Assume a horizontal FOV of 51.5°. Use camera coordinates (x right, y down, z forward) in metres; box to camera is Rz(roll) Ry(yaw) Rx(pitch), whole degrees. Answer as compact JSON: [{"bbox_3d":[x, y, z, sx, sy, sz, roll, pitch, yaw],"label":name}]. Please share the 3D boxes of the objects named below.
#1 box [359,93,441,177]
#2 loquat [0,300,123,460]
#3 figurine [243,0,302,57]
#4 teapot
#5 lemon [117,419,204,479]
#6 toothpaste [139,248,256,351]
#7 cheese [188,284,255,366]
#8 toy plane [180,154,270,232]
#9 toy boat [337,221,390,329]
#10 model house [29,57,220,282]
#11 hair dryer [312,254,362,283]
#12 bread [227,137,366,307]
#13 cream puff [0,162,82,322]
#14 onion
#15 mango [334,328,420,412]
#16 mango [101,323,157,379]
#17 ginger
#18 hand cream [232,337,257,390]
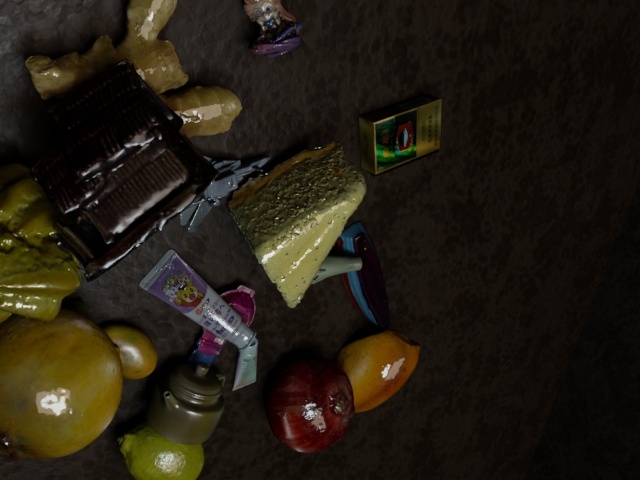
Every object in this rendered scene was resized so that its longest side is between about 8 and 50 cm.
[{"bbox_3d":[0.218,-0.287,1.793,0.240,0.071,0.160,-24,129,-26],"label":"box"},{"bbox_3d":[-0.555,0.267,1.347,0.360,0.328,0.329,-75,153,-45],"label":"loquat"},{"bbox_3d":[-0.110,-0.466,1.423,0.114,0.126,0.157,-21,91,-67],"label":"figurine"},{"bbox_3d":[-0.318,0.385,1.667,0.176,0.185,0.267,-63,160,12],"label":"teapot"},{"bbox_3d":[-0.400,0.538,1.686,0.184,0.184,0.248,-51,125,-3],"label":"lemon"},{"bbox_3d":[-0.284,0.155,1.599,0.299,0.073,0.114,42,87,-20],"label":"toothpaste"},{"bbox_3d":[-0.253,0.221,1.709,0.155,0.062,0.244,28,97,-42],"label":"cheese"},{"bbox_3d":[-0.214,-0.142,1.519,0.267,0.088,0.212,-23,126,-27],"label":"toy plane"},{"bbox_3d":[0.139,0.122,1.961,0.136,0.079,0.392,-33,127,-19],"label":"toy boat"},{"bbox_3d":[-0.377,-0.139,1.208,0.317,0.297,0.283,-40,103,-7],"label":"model house"},{"bbox_3d":[0.022,0.020,1.792,0.218,0.088,0.225,17,97,-27],"label":"hair dryer"},{"bbox_3d":[-0.035,-0.036,1.613,0.315,0.248,0.279,-24,133,-10],"label":"bread"},{"bbox_3d":[-0.558,0.001,1.211,0.323,0.269,0.275,2,108,-43],"label":"cream puff"},{"bbox_3d":[-0.023,0.463,1.896,0.276,0.276,0.277,-18,124,-30],"label":"onion"},{"bbox_3d":[0.142,0.406,2.050,0.350,0.199,0.201,-44,108,9],"label":"mango"},{"bbox_3d":[-0.450,0.256,1.556,0.111,0.089,0.163,-33,122,-18],"label":"mango"},{"bbox_3d":[-0.358,-0.310,1.312,0.348,0.122,0.363,-35,137,-15],"label":"ginger"},{"bbox_3d":[-0.204,0.342,1.832,0.076,0.047,0.174,-16,131,-32],"label":"hand cream"}]
